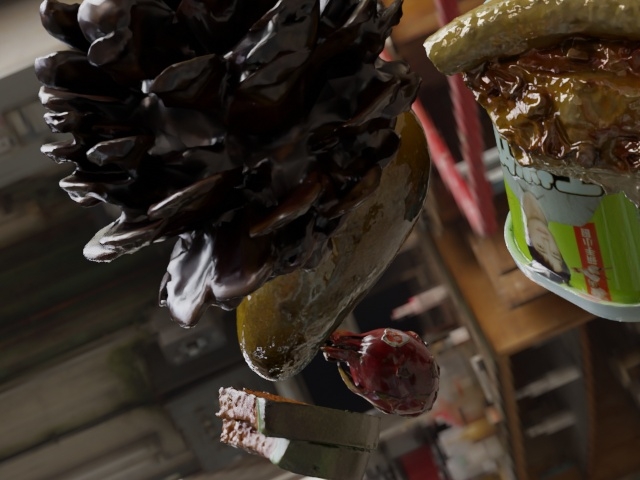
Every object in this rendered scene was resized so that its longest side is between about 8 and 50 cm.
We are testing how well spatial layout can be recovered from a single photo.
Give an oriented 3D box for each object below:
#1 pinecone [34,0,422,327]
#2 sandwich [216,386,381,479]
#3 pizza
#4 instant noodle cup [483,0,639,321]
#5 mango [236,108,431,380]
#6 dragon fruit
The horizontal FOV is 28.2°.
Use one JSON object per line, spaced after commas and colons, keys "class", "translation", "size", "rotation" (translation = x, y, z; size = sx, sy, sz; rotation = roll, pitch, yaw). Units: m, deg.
{"class": "pinecone", "translation": [-0.075, -0.100, 0.900], "size": [0.298, 0.242, 0.296], "rotation": [-13, 95, 48]}
{"class": "sandwich", "translation": [-0.010, 0.080, 0.527], "size": [0.135, 0.067, 0.029], "rotation": [101, -179, -83]}
{"class": "pizza", "translation": [0.252, -0.111, 0.996], "size": [0.074, 0.365, 0.182], "rotation": [-9, -65, -67]}
{"class": "instant noodle cup", "translation": [0.301, -0.124, 1.298], "size": [0.294, 0.293, 0.308], "rotation": [-116, 1, -52]}
{"class": "mango", "translation": [0.000, 0.000, 1.241], "size": [0.146, 0.316, 0.192], "rotation": [33, -162, 18]}
{"class": "dragon fruit", "translation": [0.051, 0.129, 1.383], "size": [0.190, 0.094, 0.094], "rotation": [26, -172, -13]}
